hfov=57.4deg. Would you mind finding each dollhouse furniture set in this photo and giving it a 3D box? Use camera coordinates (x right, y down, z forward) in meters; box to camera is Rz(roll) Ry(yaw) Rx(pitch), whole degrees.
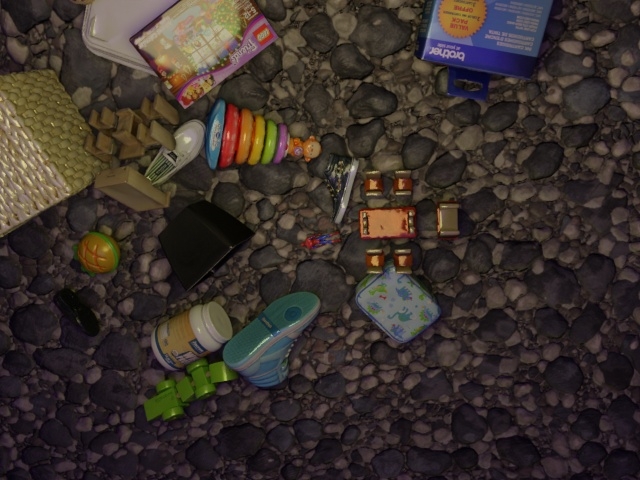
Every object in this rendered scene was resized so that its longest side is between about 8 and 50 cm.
[{"bbox_3d":[0.231,-0.048,1.541,0.259,0.135,0.262,-1,90,7],"label":"dollhouse furniture set"},{"bbox_3d":[-0.461,-0.217,1.483,0.212,0.161,0.242,-7,68,22],"label":"dollhouse furniture set"}]

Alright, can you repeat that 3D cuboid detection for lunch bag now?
[{"bbox_3d":[0.213,0.170,1.646,0.219,0.090,0.176,43,105,-12],"label":"lunch bag"}]

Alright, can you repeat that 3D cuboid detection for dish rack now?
[{"bbox_3d":[-0.433,-0.582,1.420,0.285,0.072,0.333,19,109,-3],"label":"dish rack"}]

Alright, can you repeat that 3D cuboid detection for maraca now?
[{"bbox_3d":[-0.634,0.041,1.644,0.185,0.099,0.127,-21,101,36],"label":"maraca"}]

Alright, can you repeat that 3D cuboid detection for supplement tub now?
[{"bbox_3d":[-0.370,0.273,1.684,0.199,0.144,0.144,-28,106,13],"label":"supplement tub"}]

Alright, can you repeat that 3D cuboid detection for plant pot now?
[{"bbox_3d":[-0.318,-0.003,1.574,0.187,0.188,0.167,-42,90,16],"label":"plant pot"}]

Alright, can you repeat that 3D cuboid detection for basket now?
[{"bbox_3d":[-0.744,-0.222,1.430,0.266,0.331,0.328,-26,107,10],"label":"basket"}]

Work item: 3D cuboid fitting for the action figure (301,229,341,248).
[{"bbox_3d":[0.000,0.000,1.629,0.115,0.030,0.038,-13,103,13],"label":"action figure"}]

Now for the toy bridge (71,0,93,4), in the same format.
[{"bbox_3d":[-0.567,-0.596,1.391,0.188,0.026,0.063,16,107,30],"label":"toy bridge"}]

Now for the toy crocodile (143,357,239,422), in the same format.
[{"bbox_3d":[-0.402,0.458,1.782,0.340,0.105,0.115,-34,63,15],"label":"toy crocodile"}]

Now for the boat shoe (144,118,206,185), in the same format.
[{"bbox_3d":[-0.383,-0.222,1.542,0.083,0.076,0.226,39,107,-11],"label":"boat shoe"}]

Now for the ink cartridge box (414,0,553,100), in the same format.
[{"bbox_3d":[0.381,-0.534,1.354,0.270,0.151,0.395,10,112,0],"label":"ink cartridge box"}]

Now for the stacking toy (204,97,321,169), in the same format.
[{"bbox_3d":[-0.141,-0.252,1.498,0.302,0.166,0.175,8,104,-15],"label":"stacking toy"}]

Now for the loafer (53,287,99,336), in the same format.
[{"bbox_3d":[-0.725,0.219,1.737,0.061,0.062,0.170,-24,105,34],"label":"loafer"}]

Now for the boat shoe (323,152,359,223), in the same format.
[{"bbox_3d":[0.040,-0.140,1.561,0.083,0.065,0.183,15,103,-1],"label":"boat shoe"}]

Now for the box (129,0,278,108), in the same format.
[{"bbox_3d":[-0.277,-0.486,1.402,0.293,0.057,0.201,-37,118,3],"label":"box"}]

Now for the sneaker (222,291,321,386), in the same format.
[{"bbox_3d":[-0.111,0.298,1.708,0.319,0.127,0.208,-34,133,-6],"label":"sneaker"}]
